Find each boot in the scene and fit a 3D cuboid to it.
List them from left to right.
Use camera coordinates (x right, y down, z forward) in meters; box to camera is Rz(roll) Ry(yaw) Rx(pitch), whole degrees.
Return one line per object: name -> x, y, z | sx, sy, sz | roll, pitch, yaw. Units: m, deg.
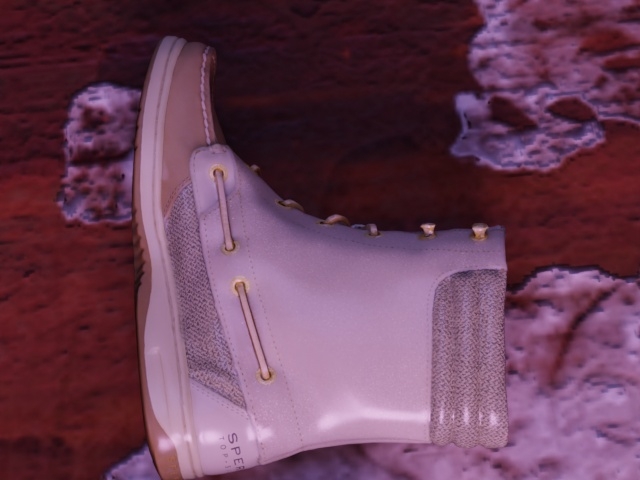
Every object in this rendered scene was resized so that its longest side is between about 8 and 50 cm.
boot -> 0.000, 0.000, 0.812 | 0.165, 0.077, 0.213 | -5, 63, 1
